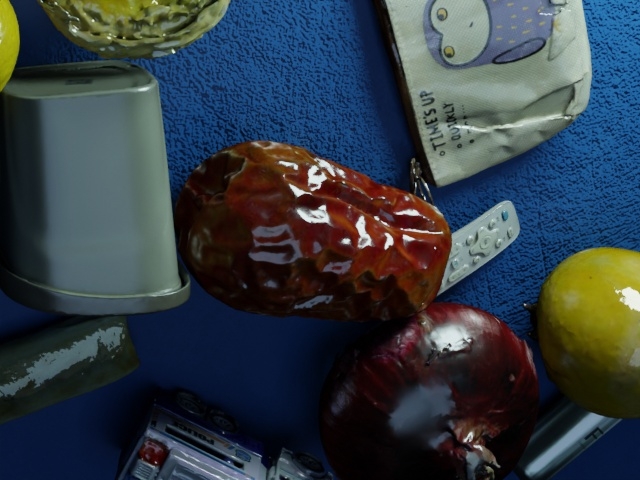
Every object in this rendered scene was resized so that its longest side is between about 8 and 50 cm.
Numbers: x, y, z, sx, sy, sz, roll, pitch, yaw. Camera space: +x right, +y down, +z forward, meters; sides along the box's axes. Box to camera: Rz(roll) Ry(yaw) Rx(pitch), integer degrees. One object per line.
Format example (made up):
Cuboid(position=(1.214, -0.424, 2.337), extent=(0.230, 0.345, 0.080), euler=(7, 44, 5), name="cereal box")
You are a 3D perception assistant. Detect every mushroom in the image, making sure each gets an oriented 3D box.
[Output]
Cuboid(position=(-0.374, 0.170, 1.897), extent=(0.312, 0.081, 0.100), euler=(-22, 123, -14), name="mushroom")

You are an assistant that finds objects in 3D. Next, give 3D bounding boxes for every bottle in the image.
Cuboid(position=(0.375, 0.250, 2.206), extent=(0.253, 0.079, 0.096), euler=(-42, 159, 3), name="bottle")

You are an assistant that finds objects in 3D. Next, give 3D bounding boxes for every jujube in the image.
Cuboid(position=(0.000, 0.000, 1.876), extent=(0.342, 0.216, 0.216), euler=(13, 109, -27), name="jujube")

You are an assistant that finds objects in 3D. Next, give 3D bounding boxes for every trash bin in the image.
Cuboid(position=(-0.267, -0.063, 1.753), extent=(0.219, 0.220, 0.250), euler=(-7, 109, -19), name="trash bin")

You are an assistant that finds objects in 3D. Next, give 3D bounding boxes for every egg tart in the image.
Cuboid(position=(-0.203, -0.339, 1.691), extent=(0.288, 0.118, 0.288), euler=(-9, 116, -18), name="egg tart")

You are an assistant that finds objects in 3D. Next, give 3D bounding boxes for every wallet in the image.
Cuboid(position=(0.202, -0.223, 1.920), extent=(0.274, 0.068, 0.335), euler=(-20, 118, -7), name="wallet")

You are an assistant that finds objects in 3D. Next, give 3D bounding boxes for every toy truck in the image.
Cuboid(position=(-0.119, 0.310, 1.972), extent=(0.268, 0.155, 0.124), euler=(27, 105, -7), name="toy truck")

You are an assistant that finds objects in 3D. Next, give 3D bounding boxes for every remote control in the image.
Cuboid(position=(0.162, 0.024, 2.040), extent=(0.229, 0.044, 0.073), euler=(-34, 132, -10), name="remote control")

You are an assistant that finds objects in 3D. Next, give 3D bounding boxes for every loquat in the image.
Cuboid(position=(0.388, 0.123, 2.065), extent=(0.243, 0.244, 0.244), euler=(-8, 117, -16), name="loquat")

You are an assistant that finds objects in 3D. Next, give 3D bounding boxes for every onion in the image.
Cuboid(position=(0.146, 0.230, 2.020), extent=(0.313, 0.232, 0.314), euler=(-8, 119, -15), name="onion")

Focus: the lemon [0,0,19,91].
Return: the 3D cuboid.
Cuboid(position=(-0.412, -0.219, 1.635), extent=(0.178, 0.203, 0.178), euler=(-33, 165, -10), name="lemon")
